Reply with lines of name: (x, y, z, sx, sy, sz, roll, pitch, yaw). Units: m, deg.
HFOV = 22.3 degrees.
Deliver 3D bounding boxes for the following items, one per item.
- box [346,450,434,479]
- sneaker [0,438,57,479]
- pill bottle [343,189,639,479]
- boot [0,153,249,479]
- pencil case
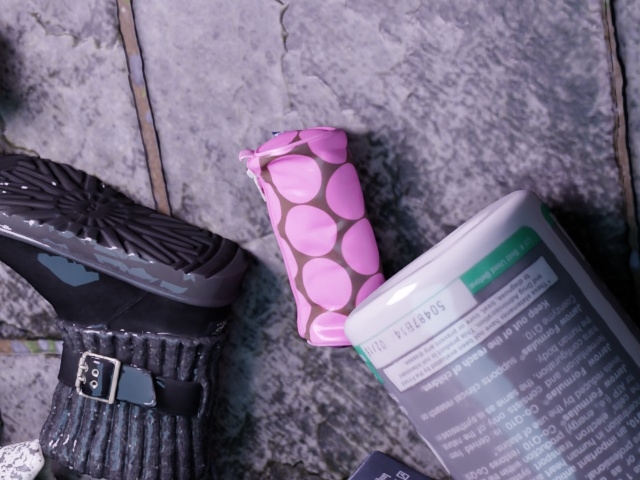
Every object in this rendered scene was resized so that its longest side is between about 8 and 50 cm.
box: (0.133, 0.415, 1.449, 0.396, 0.293, 0.212, 26, 118, 16)
sneaker: (-0.276, 0.386, 1.725, 0.182, 0.158, 0.410, -22, 100, 25)
pill bottle: (0.202, 0.154, 1.371, 0.204, 0.204, 0.361, -37, 90, 31)
boot: (-0.247, 0.083, 1.605, 0.348, 0.131, 0.260, 24, 117, 16)
pencil case: (0.000, 0.000, 1.480, 0.098, 0.095, 0.209, -17, 102, -2)
